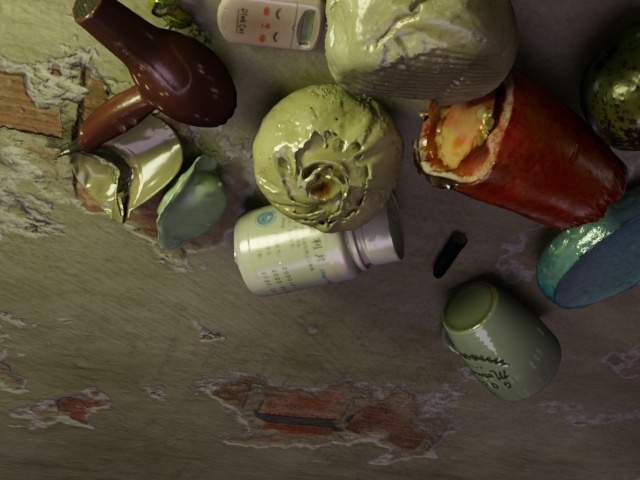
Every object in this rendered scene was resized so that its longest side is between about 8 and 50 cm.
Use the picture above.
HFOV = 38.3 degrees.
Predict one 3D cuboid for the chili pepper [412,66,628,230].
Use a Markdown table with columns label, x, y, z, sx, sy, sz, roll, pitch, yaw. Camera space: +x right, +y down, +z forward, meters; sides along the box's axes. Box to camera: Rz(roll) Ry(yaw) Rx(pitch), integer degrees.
| label | x | y | z | sx | sy | sz | roll | pitch | yaw |
| --- | --- | --- | --- | --- | --- | --- | --- | --- | --- |
| chili pepper | 0.313 | -0.139 | 1.480 | 0.305 | 0.251 | 0.229 | 28 | 99 | -37 |

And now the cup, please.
| label | x | y | z | sx | sy | sz | roll | pitch | yaw |
| --- | --- | --- | --- | --- | --- | --- | --- | --- | --- |
| cup | 0.349 | 0.204 | 1.985 | 0.258 | 0.186 | 0.234 | -3 | 142 | 49 |

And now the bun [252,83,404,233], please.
| label | x | y | z | sx | sy | sz | roll | pitch | yaw |
| --- | --- | --- | --- | --- | --- | --- | --- | --- | --- |
| bun | 0.012 | -0.129 | 1.510 | 0.259 | 0.152 | 0.259 | 3 | 119 | 5 |

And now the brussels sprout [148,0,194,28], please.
| label | x | y | z | sx | sy | sz | roll | pitch | yaw |
| --- | --- | --- | --- | --- | --- | --- | --- | --- | --- |
| brussels sprout | -0.224 | -0.345 | 1.370 | 0.051 | 0.046 | 0.083 | -12 | 141 | 17 |

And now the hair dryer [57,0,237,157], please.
| label | x | y | z | sx | sy | sz | roll | pitch | yaw |
| --- | --- | --- | --- | --- | --- | --- | --- | --- | --- |
| hair dryer | -0.331 | -0.226 | 1.433 | 0.340 | 0.123 | 0.312 | -26 | 146 | 28 |

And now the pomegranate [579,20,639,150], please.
| label | x | y | z | sx | sy | sz | roll | pitch | yaw |
| --- | --- | --- | --- | --- | --- | --- | --- | --- | --- |
| pomegranate | 0.522 | -0.215 | 1.412 | 0.248 | 0.214 | 0.214 | 36 | 130 | -21 |

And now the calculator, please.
| label | x | y | z | sx | sy | sz | roll | pitch | yaw |
| --- | --- | --- | --- | --- | --- | --- | --- | --- | --- |
| calculator | -0.069 | -0.335 | 1.396 | 0.174 | 0.032 | 0.100 | 5 | 141 | -7 |

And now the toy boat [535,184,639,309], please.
| label | x | y | z | sx | sy | sz | roll | pitch | yaw |
| --- | --- | --- | --- | --- | --- | --- | --- | --- | --- |
| toy boat | 0.560 | -0.001 | 1.783 | 0.215 | 0.123 | 0.330 | 25 | 124 | -39 |

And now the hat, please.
| label | x | y | z | sx | sy | sz | roll | pitch | yaw |
| --- | --- | --- | --- | --- | --- | --- | --- | --- | --- |
| hat | -0.336 | -0.139 | 1.620 | 0.173 | 0.144 | 0.166 | -34 | 107 | -17 |

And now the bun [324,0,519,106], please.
| label | x | y | z | sx | sy | sz | roll | pitch | yaw |
| --- | --- | --- | --- | --- | --- | --- | --- | --- | --- |
| bun | 0.140 | -0.314 | 1.286 | 0.281 | 0.205 | 0.281 | -6 | 170 | -1 |

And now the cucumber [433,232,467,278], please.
| label | x | y | z | sx | sy | sz | roll | pitch | yaw |
| --- | --- | --- | --- | --- | --- | --- | --- | --- | --- |
| cucumber | 0.257 | 0.034 | 1.861 | 0.032 | 0.032 | 0.133 | 10 | 141 | -13 |

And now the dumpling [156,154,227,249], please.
| label | x | y | z | sx | sy | sz | roll | pitch | yaw |
| --- | --- | --- | --- | --- | --- | --- | --- | --- | --- |
| dumpling | -0.246 | -0.069 | 1.650 | 0.152 | 0.108 | 0.219 | -15 | 139 | -32 |

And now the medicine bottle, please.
| label | x | y | z | sx | sy | sz | roll | pitch | yaw |
| --- | --- | --- | --- | --- | --- | --- | --- | --- | --- |
| medicine bottle | 0.000 | 0.000 | 1.703 | 0.292 | 0.170 | 0.170 | -11 | 140 | 14 |
